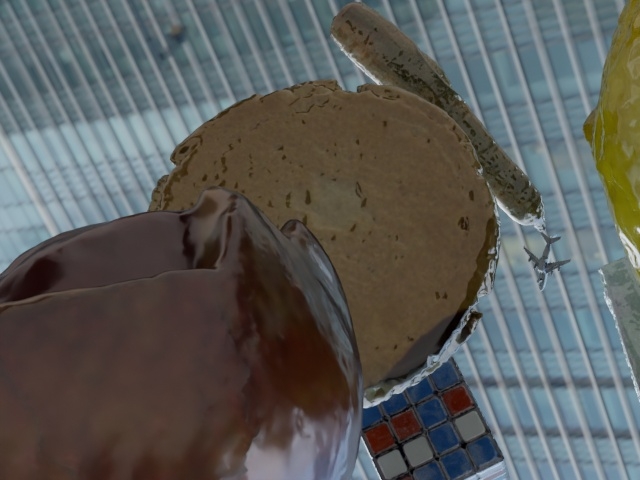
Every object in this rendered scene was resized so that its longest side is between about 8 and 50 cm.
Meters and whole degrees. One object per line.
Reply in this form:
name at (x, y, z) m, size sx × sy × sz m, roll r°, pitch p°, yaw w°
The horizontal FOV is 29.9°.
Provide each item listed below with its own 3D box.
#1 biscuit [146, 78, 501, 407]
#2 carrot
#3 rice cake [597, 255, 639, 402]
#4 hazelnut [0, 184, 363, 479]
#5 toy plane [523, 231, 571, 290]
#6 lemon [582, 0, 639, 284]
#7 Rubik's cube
biscuit at (0.000, 0.000, 0.725) m, size 0.226 × 0.042 × 0.226 m, roll -1°, pitch -113°, yaw 3°
carrot at (0.144, -0.139, 1.354) m, size 0.070 × 0.342 × 0.070 m, roll -45°, pitch -177°, yaw 3°
rice cake at (0.389, 0.090, 1.228) m, size 0.189 × 0.198 × 0.037 m, roll -23°, pitch 165°, yaw 1°
hazelnut at (-0.068, 0.069, 0.482) m, size 0.170 × 0.160 × 0.202 m, roll -31°, pitch -177°, yaw 19°
toy plane at (0.314, 0.030, 1.675) m, size 0.078 × 0.084 × 0.024 m, roll 18°, pitch -174°, yaw 40°
lemon at (0.269, -0.055, 0.521) m, size 0.322 × 0.268 × 0.268 m, roll -5°, pitch -149°, yaw 47°
Rubik's cube at (0.086, 0.160, 0.941) m, size 0.092 × 0.092 × 0.092 m, roll -26°, pitch -114°, yaw 1°
